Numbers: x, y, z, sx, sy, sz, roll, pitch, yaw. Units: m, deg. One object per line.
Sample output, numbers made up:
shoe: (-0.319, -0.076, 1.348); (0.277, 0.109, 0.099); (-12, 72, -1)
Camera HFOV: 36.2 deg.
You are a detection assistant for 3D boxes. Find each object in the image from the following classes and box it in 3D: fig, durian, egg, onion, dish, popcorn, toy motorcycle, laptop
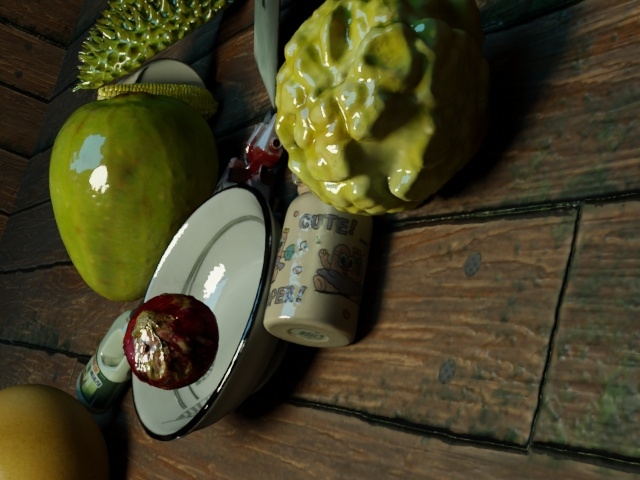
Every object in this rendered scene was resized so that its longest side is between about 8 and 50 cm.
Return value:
fig: (-0.287, -0.065, 1.501); (0.258, 0.258, 0.326); (-154, 70, -64)
durian: (-0.276, -0.370, 1.708); (0.356, 0.157, 0.169); (-36, -21, -16)
egg: (-0.447, 0.348, 1.487); (0.250, 0.250, 0.322); (-60, 22, 18)
onion: (-0.159, 0.110, 1.051); (0.097, 0.107, 0.107); (66, -151, -63)
dish: (-0.110, 0.094, 1.174); (0.316, 0.106, 0.316); (-36, 43, 43)
popcorn: (0.067, -0.135, 0.931); (0.181, 0.217, 0.235); (19, 82, 38)
toy motorcycle: (-0.089, -0.073, 1.296); (0.122, 0.082, 0.213); (15, 86, 65)
laptop: (-0.076, -0.350, 1.423); (0.187, 0.015, 0.269); (-109, 18, -53)

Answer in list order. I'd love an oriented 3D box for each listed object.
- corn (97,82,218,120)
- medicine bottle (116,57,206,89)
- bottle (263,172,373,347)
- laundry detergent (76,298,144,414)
corn: (-0.267, -0.227, 1.623); (0.067, 0.206, 0.067); (8, 99, 63)
medicine bottle: (-0.314, -0.239, 1.785); (0.258, 0.143, 0.143); (-5, 67, 60)
bottle: (0.000, 0.000, 1.038); (0.097, 0.110, 0.209); (-13, 60, 46)
laundry detergent: (-0.317, 0.177, 1.571); (0.225, 0.070, 0.099); (-52, 23, 30)
